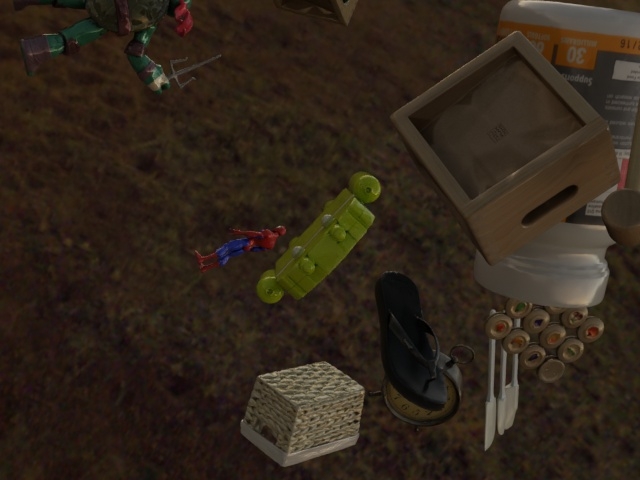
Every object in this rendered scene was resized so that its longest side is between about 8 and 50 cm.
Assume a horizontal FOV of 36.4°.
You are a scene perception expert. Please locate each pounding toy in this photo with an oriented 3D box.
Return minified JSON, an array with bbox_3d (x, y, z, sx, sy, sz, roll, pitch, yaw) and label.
[{"bbox_3d":[0.189,-0.060,0.764,0.206,0.181,0.094,59,4,36],"label":"pounding toy"},{"bbox_3d":[0.010,-0.361,1.311,0.141,0.100,0.130,18,-10,17],"label":"pounding toy"}]

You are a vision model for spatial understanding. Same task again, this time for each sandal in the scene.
[{"bbox_3d":[0.137,0.145,1.496,0.097,0.054,0.254,10,46,-29],"label":"sandal"}]

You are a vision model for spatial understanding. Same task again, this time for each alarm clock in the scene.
[{"bbox_3d":[0.179,0.225,1.575,0.129,0.192,0.064,39,34,-10],"label":"alarm clock"}]

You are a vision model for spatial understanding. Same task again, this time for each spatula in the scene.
[{"bbox_3d":[0.318,0.228,1.701,0.019,0.242,0.168,5,9,32],"label":"spatula"}]

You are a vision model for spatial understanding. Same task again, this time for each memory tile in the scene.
[{"bbox_3d":[0.285,0.112,1.235,0.148,0.113,0.012,38,12,-28],"label":"memory tile"}]

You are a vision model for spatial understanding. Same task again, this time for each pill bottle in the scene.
[{"bbox_3d":[0.235,-0.086,0.946,0.162,0.278,0.162,7,13,-2],"label":"pill bottle"}]

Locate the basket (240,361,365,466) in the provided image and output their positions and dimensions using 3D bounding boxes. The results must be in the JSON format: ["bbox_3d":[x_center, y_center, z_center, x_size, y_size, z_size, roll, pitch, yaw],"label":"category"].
[{"bbox_3d":[-0.023,0.264,1.508,0.167,0.103,0.113,-6,27,-45],"label":"basket"}]

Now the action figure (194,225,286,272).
[{"bbox_3d":[-0.097,0.005,1.194,0.115,0.038,0.030,-18,50,-9],"label":"action figure"}]

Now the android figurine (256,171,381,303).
[{"bbox_3d":[0.000,0.000,1.449,0.056,0.248,0.273,43,6,-7],"label":"android figurine"}]

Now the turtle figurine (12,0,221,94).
[{"bbox_3d":[-0.240,-0.269,1.154,0.234,0.118,0.175,-9,66,-16],"label":"turtle figurine"}]
